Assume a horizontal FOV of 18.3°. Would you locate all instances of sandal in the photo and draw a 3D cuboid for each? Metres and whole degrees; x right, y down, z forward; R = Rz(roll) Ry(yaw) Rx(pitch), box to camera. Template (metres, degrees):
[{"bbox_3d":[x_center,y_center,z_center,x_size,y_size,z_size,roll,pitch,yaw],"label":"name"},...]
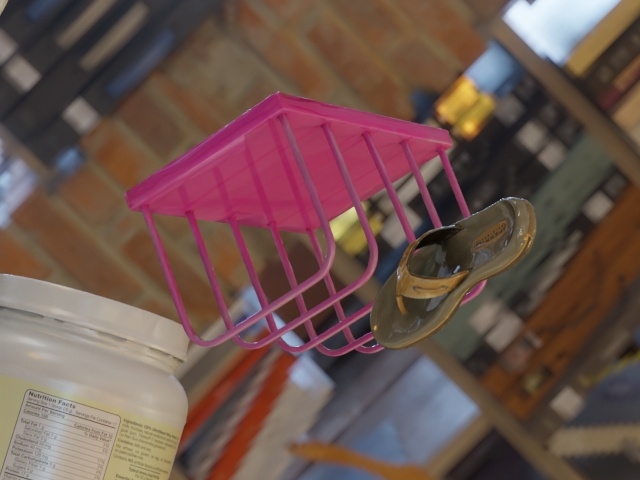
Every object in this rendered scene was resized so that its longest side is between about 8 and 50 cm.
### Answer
[{"bbox_3d":[0.097,0.020,1.586,0.049,0.180,0.072,19,45,-39],"label":"sandal"}]

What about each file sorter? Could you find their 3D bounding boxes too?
[{"bbox_3d":[0.000,0.000,1.925,0.290,0.202,0.182,8,57,-54],"label":"file sorter"}]

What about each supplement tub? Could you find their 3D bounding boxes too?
[{"bbox_3d":[-0.262,0.215,1.894,0.235,0.325,0.235,15,-9,2],"label":"supplement tub"}]

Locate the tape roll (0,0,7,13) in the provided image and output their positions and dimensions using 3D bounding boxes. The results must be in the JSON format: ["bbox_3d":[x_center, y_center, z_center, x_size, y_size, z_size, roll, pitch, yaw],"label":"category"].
[{"bbox_3d":[-0.476,-0.332,2.213,0.169,0.246,0.246,24,-6,28],"label":"tape roll"}]
